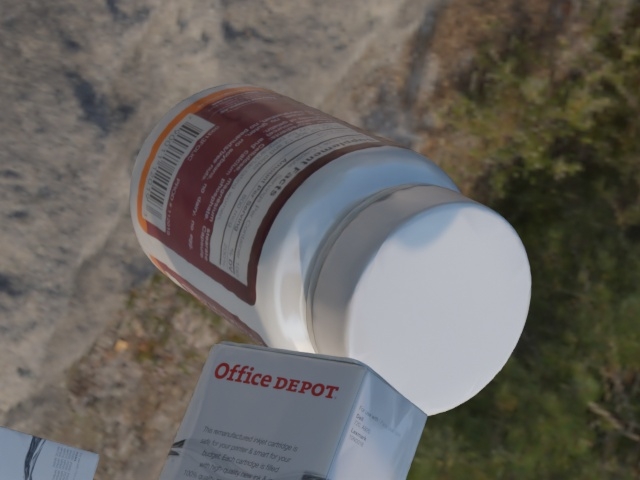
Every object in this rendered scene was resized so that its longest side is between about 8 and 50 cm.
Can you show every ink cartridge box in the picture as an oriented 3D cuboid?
[{"bbox_3d":[-0.277,0.200,1.253,0.135,0.099,0.056,20,70,-21],"label":"ink cartridge box"},{"bbox_3d":[-0.037,0.195,1.022,0.092,0.160,0.219,40,65,-42],"label":"ink cartridge box"}]

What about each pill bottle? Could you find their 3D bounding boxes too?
[{"bbox_3d":[0.000,0.000,1.316,0.224,0.392,0.224,-12,114,-29],"label":"pill bottle"}]
